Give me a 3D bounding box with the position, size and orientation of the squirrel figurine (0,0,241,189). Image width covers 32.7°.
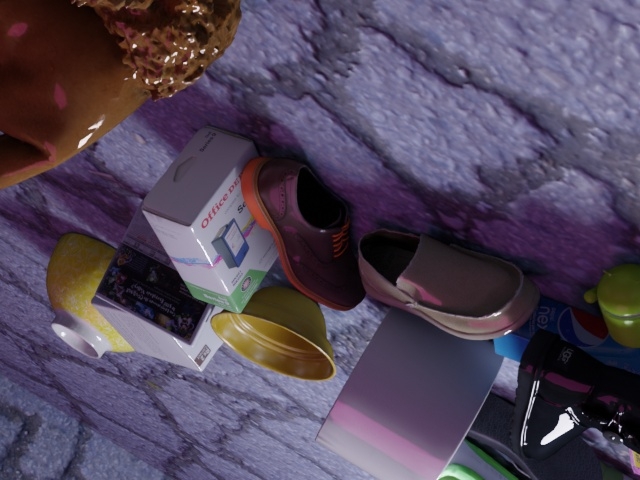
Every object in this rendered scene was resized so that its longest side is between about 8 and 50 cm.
[{"bbox_3d":[-0.292,-0.298,1.130,0.397,0.281,0.370,-12,120,39],"label":"squirrel figurine"}]

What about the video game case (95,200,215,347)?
[{"bbox_3d":[-0.243,0.052,1.741,0.190,0.173,0.022,26,178,15],"label":"video game case"}]

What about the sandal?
[{"bbox_3d":[0.312,0.306,1.635,0.254,0.097,0.054,34,156,25],"label":"sandal"}]

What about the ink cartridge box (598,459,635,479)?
[{"bbox_3d":[0.451,0.416,1.638,0.209,0.109,0.062,29,154,9],"label":"ink cartridge box"}]

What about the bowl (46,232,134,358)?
[{"bbox_3d":[-0.433,0.136,2.130,0.289,0.156,0.289,26,155,14],"label":"bowl"}]

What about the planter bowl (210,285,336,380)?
[{"bbox_3d":[-0.060,0.135,1.748,0.217,0.090,0.217,19,154,10],"label":"planter bowl"}]

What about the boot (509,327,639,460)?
[{"bbox_3d":[0.334,0.222,1.279,0.207,0.094,0.246,26,148,26],"label":"boot"}]

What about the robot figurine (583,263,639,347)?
[{"bbox_3d":[0.342,0.072,1.196,0.101,0.067,0.115,12,147,37],"label":"robot figurine"}]

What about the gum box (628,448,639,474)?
[{"bbox_3d":[0.456,0.256,1.397,0.107,0.062,0.188,16,150,33],"label":"gum box"}]

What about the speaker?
[{"bbox_3d":[0.268,0.430,1.863,0.296,0.131,0.131,39,155,-12],"label":"speaker"}]

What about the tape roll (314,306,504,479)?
[{"bbox_3d":[0.124,0.215,1.506,0.169,0.246,0.246,31,155,7],"label":"tape roll"}]

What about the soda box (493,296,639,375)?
[{"bbox_3d":[0.319,0.133,1.332,0.210,0.067,0.071,20,152,26],"label":"soda box"}]

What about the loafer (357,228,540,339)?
[{"bbox_3d":[0.143,0.048,1.350,0.268,0.102,0.092,11,153,41],"label":"loafer"}]

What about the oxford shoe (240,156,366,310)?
[{"bbox_3d":[0.000,0.000,1.445,0.098,0.097,0.271,0,140,41],"label":"oxford shoe"}]

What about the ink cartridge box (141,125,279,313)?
[{"bbox_3d":[-0.135,-0.026,1.482,0.093,0.154,0.212,18,151,30],"label":"ink cartridge box"}]

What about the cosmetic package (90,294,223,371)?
[{"bbox_3d":[-0.260,0.109,1.880,0.183,0.151,0.151,8,145,41],"label":"cosmetic package"}]
